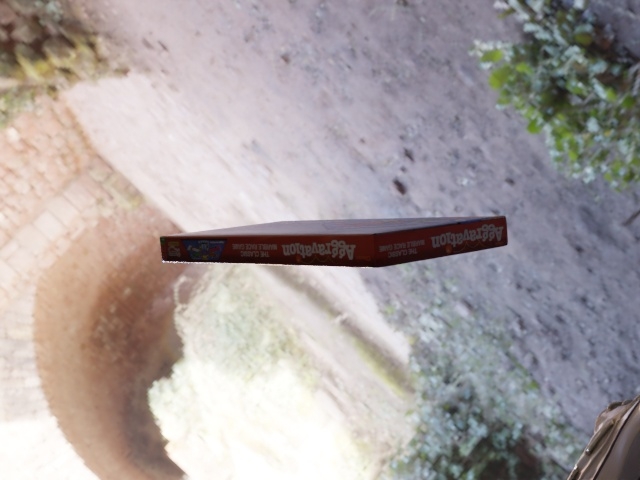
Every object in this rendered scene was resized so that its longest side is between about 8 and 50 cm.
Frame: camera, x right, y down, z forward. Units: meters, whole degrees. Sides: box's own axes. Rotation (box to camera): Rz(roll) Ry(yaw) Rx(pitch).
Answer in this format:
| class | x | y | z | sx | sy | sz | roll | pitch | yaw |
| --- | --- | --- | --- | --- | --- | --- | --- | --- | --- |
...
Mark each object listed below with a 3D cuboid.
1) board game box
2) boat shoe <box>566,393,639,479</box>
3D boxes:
| class | x | y | z | sx | sy | sz | roll | pitch | yaw |
| --- | --- | --- | --- | --- | --- | --- | --- | --- | --- |
| board game box | 0.000 | 0.000 | 0.774 | 0.281 | 0.145 | 0.027 | 0 | 97 | 50 |
| boat shoe | 0.328 | 0.211 | 0.963 | 0.096 | 0.267 | 0.088 | 9 | -154 | -21 |
